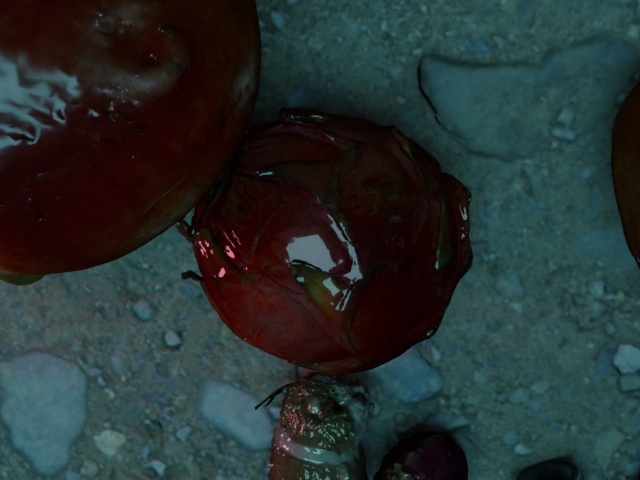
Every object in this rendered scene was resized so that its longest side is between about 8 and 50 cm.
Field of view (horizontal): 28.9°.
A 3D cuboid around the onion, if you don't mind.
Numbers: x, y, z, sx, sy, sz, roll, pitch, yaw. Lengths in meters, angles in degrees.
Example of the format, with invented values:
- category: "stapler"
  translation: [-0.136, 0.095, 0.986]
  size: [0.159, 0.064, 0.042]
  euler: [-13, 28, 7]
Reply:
- category: "onion"
  translation: [0.105, 0.243, 1.238]
  size: [0.107, 0.097, 0.107]
  euler: [-16, 116, -37]

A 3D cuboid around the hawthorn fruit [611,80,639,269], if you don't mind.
- category: "hawthorn fruit"
  translation: [0.343, -0.081, 1.060]
  size: [0.211, 0.211, 0.299]
  euler: [-20, 93, 11]

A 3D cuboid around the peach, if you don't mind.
- category: "peach"
  translation: [-0.218, -0.149, 0.986]
  size: [0.370, 0.370, 0.370]
  euler: [1, 110, 4]

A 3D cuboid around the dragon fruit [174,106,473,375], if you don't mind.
- category: "dragon fruit"
  translation: [0.010, 0.000, 1.097]
  size: [0.241, 0.241, 0.252]
  euler: [-38, 134, 16]

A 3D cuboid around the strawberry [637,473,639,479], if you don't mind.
- category: "strawberry"
  translation: [0.371, 0.288, 1.246]
  size: [0.121, 0.082, 0.188]
  euler: [14, 107, -4]

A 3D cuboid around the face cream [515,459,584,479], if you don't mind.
- category: "face cream"
  translation: [0.266, 0.340, 1.274]
  size: [0.075, 0.075, 0.229]
  euler: [-19, 106, 10]

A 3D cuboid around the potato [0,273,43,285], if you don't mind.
- category: "potato"
  translation: [-0.320, -0.033, 1.182]
  size: [0.170, 0.080, 0.107]
  euler: [41, 108, -5]

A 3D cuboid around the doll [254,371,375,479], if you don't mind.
- category: "doll"
  translation: [0.004, 0.235, 1.240]
  size: [0.114, 0.105, 0.221]
  euler: [-5, 109, 5]
